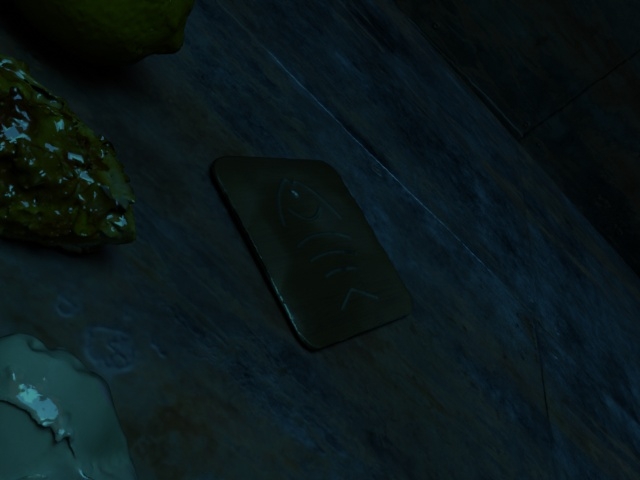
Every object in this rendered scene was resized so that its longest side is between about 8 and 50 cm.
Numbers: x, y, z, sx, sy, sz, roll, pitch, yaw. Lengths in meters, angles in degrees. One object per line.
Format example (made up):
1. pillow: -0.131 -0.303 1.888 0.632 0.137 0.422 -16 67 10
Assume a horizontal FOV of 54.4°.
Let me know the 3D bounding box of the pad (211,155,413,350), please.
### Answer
1. pad: 0.000 0.000 0.866 0.287 0.018 0.283 -7 64 -56

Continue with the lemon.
1. lemon: -0.243 -0.297 0.687 0.231 0.192 0.192 41 32 -16

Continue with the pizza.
1. pizza: -0.280 -0.101 0.537 0.305 0.086 0.161 44 32 -11

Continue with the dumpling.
1. dumpling: -0.195 0.114 0.418 0.188 0.108 0.127 28 11 -7
